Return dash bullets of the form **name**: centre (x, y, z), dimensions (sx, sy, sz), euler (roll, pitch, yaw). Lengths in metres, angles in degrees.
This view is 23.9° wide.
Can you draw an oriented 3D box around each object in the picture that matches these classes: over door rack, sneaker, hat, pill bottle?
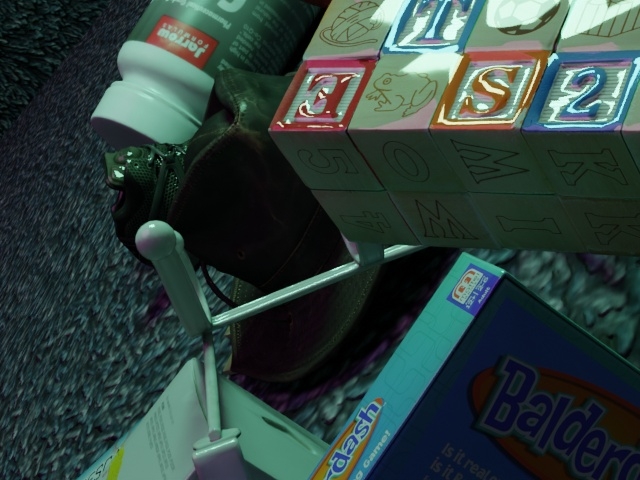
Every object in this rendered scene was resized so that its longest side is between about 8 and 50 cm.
- **over door rack**: centre (0.035, 0.010, 0.775), dimensions (0.240, 0.108, 0.324), euler (-22, 19, -2)
- **sneaker**: centre (-0.126, -0.081, 1.483), dimensions (0.227, 0.130, 0.087), euler (-51, 20, 5)
- **hat**: centre (-0.035, -0.055, 1.114), dimensions (0.331, 0.134, 0.331), euler (-54, 20, 29)
- **pill bottle**: centre (-0.117, -0.211, 1.630), dimensions (0.283, 0.161, 0.161), euler (-60, 18, -14)

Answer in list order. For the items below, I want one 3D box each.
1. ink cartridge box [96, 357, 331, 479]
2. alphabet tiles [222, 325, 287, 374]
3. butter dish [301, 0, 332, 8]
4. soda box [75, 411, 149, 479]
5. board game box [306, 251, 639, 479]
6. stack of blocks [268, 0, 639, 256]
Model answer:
- **ink cartridge box**: centre (-0.067, 0.184, 0.855), dimensions (0.176, 0.128, 0.127), euler (-54, 18, 6)
- **alphabet tiles**: centre (0.000, 0.000, 1.209), dimensions (0.198, 0.009, 0.237), euler (-20, 39, 60)
- **butter dish**: centre (0.025, -0.256, 1.426), dimensions (0.160, 0.160, 0.118), euler (-15, 66, 63)
- **soda box**: centre (-0.153, 0.201, 1.160), dimensions (0.183, 0.058, 0.063), euler (-42, 22, 33)
- **board game box**: centre (0.061, 0.135, 0.565), dimensions (0.210, 0.160, 0.047), euler (-55, 17, -1)
- **stack of blocks**: centre (0.145, -0.085, 0.647), dimensions (0.297, 0.087, 0.171), euler (3, 55, 35)
